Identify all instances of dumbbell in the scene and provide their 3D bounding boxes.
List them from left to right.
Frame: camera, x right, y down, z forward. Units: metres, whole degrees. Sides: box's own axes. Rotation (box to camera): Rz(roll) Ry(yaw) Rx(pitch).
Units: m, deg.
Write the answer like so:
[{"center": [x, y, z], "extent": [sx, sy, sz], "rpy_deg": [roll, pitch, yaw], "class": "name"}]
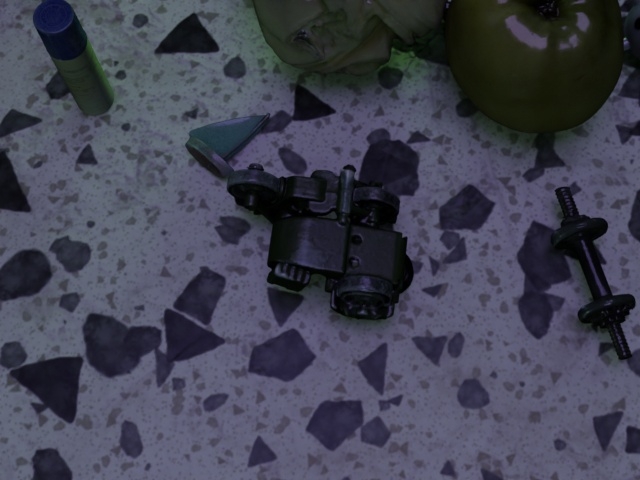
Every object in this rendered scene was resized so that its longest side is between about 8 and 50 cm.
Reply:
[{"center": [0.372, 0.041, 1.366], "extent": [0.081, 0.082, 0.254], "rpy_deg": [-15, 70, -4], "class": "dumbbell"}]

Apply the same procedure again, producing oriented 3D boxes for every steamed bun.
[{"center": [0.041, -0.356, 1.459], "extent": [0.320, 0.206, 0.275], "rpy_deg": [19, 57, 36], "class": "steamed bun"}]

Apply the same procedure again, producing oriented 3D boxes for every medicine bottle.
[{"center": [-0.346, -0.254, 1.416], "extent": [0.059, 0.231, 0.059], "rpy_deg": [0, 70, 1], "class": "medicine bottle"}]

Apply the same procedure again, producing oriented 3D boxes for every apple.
[{"center": [0.305, -0.283, 1.406], "extent": [0.262, 0.262, 0.263], "rpy_deg": [-1, 70, 2], "class": "apple"}]

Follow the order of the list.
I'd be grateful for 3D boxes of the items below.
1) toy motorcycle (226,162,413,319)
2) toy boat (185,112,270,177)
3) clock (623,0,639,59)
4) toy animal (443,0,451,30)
[{"center": [0.000, 0.000, 1.377], "extent": [0.275, 0.127, 0.205], "rpy_deg": [8, 71, -3], "class": "toy motorcycle"}, {"center": [-0.133, -0.156, 1.486], "extent": [0.096, 0.034, 0.122], "rpy_deg": [39, 67, 14], "class": "toy boat"}, {"center": [0.560, -0.338, 1.461], "extent": [0.253, 0.189, 0.189], "rpy_deg": [-22, 71, -1], "class": "clock"}, {"center": [0.226, -0.359, 1.535], "extent": [0.135, 0.047, 0.065], "rpy_deg": [-7, 78, -7], "class": "toy animal"}]
